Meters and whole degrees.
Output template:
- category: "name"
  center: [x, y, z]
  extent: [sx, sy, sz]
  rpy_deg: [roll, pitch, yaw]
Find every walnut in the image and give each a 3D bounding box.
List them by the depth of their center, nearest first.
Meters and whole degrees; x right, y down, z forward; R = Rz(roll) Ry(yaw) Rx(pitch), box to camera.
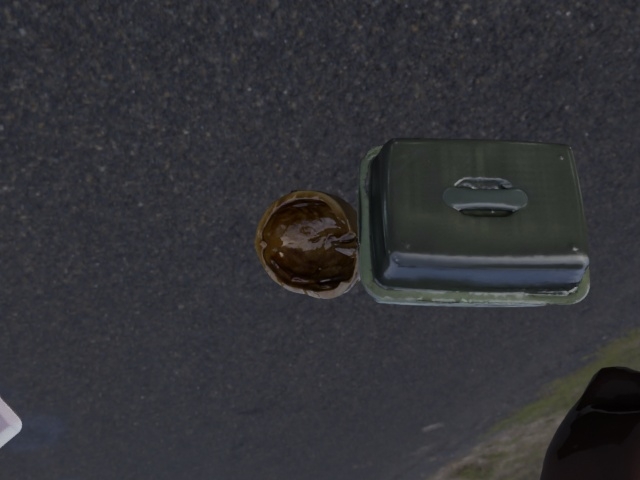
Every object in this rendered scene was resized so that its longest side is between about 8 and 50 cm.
- category: "walnut"
  center: [0.000, -0.001, 1.035]
  extent: [0.211, 0.167, 0.087]
  rpy_deg: [4, -165, 39]

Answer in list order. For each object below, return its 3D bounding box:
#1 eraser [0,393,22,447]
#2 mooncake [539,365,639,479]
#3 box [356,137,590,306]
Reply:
- category: "eraser"
  center: [-0.353, 0.166, 0.659]
  extent: [0.065, 0.105, 0.026]
  rpy_deg: [-43, -164, -19]
- category: "mooncake"
  center: [0.389, 0.274, 0.657]
  extent: [0.334, 0.326, 0.174]
  rpy_deg: [-41, -174, -29]
- category: "box"
  center: [0.191, -0.021, 0.863]
  extent: [0.291, 0.220, 0.166]
  rpy_deg: [1, 158, -1]
